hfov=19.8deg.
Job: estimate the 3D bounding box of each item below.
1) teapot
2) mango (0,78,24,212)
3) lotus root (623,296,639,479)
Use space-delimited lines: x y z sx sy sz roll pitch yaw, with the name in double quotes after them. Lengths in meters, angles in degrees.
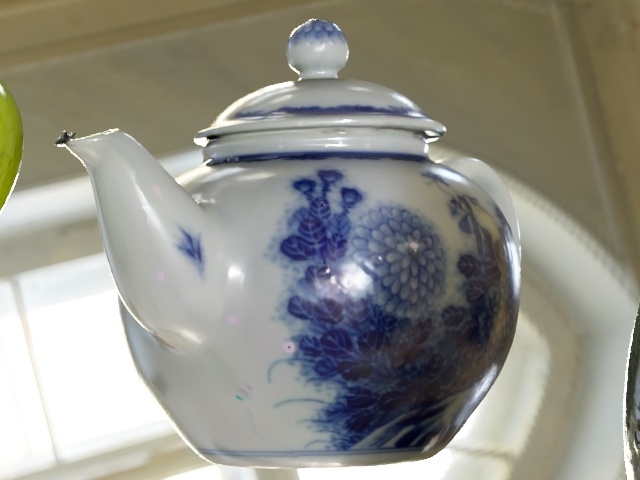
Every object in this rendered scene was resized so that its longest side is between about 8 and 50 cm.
0.000 0.000 1.153 0.252 0.424 0.280 -3 -94 40 "teapot"
-0.202 -0.045 0.883 0.089 0.117 0.163 42 1 -31 "mango"
0.206 0.022 0.775 0.140 0.158 0.322 39 -42 46 "lotus root"
